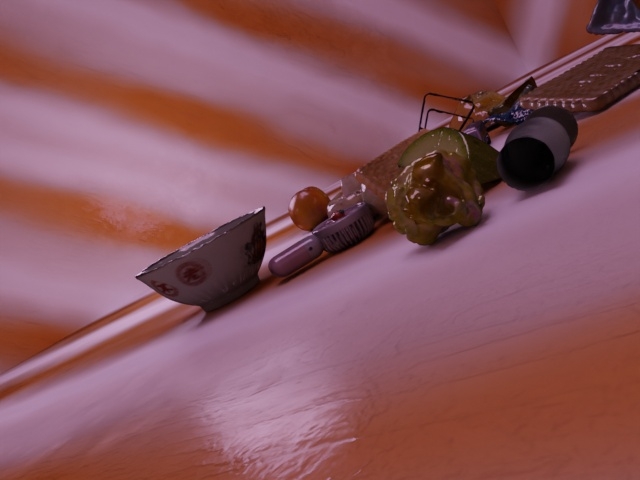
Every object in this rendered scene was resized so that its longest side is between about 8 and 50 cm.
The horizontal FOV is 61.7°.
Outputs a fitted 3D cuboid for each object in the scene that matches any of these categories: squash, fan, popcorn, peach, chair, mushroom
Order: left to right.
[{"bbox_3d":[-0.030,-0.102,1.670,0.138,0.138,0.138,-28,8,4],"label":"peach"},{"bbox_3d":[0.000,0.000,1.117,0.244,0.074,0.130,-31,9,-9],"label":"fan"},{"bbox_3d":[0.083,-0.096,1.263,0.154,0.122,0.154,-23,9,4],"label":"mushroom"},{"bbox_3d":[0.167,-0.064,0.779,0.145,0.125,0.126,-21,-4,-19],"label":"popcorn"},{"bbox_3d":[0.345,-0.290,1.556,0.145,0.221,0.140,18,-3,17],"label":"chair"},{"bbox_3d":[0.262,-0.171,0.990,0.184,0.085,0.192,-18,30,-24],"label":"squash"}]

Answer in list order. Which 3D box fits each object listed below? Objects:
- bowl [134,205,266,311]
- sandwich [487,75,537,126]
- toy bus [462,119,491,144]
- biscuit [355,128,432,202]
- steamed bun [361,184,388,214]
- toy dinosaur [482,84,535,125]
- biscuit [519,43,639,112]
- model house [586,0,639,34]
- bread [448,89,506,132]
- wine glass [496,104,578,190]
[{"bbox_3d":[-0.243,0.063,1.257,0.337,0.157,0.337,-28,9,5],"label":"bowl"},{"bbox_3d":[0.581,-0.397,1.578,0.244,0.088,0.090,-40,4,-38],"label":"sandwich"},{"bbox_3d":[0.407,-0.269,1.410,0.058,0.072,0.172,-20,12,27],"label":"toy bus"},{"bbox_3d":[0.199,-0.136,1.074,0.250,0.160,0.030,-36,-23,-36],"label":"biscuit"},{"bbox_3d":[0.138,-0.112,1.136,0.091,0.112,0.130,-8,19,-34],"label":"steamed bun"},{"bbox_3d":[0.536,-0.336,1.366,0.147,0.076,0.363,-42,16,-7],"label":"toy dinosaur"},{"bbox_3d":[0.625,-0.359,1.179,0.325,0.044,0.217,-31,24,-18],"label":"biscuit"},{"bbox_3d":[0.814,-0.570,1.235,0.360,0.297,0.339,-32,1,-22],"label":"model house"},{"bbox_3d":[0.521,-0.429,1.791,0.174,0.132,0.252,-30,7,-20],"label":"bread"},{"bbox_3d":[0.328,-0.141,0.808,0.093,0.092,0.202,-22,10,40],"label":"wine glass"}]
